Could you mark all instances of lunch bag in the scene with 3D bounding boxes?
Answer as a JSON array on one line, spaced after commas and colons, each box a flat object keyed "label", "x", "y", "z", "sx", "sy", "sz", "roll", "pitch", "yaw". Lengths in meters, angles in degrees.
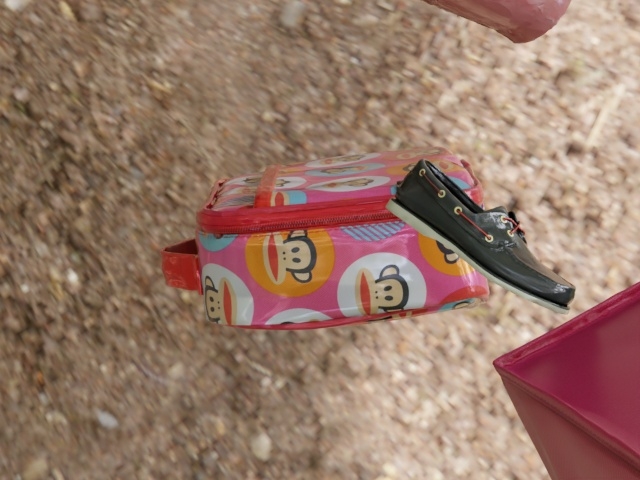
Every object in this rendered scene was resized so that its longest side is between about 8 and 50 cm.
[{"label": "lunch bag", "x": 0.000, "y": 0.000, "z": 1.346, "sx": 0.258, "sy": 0.293, "sz": 0.120, "roll": -7, "pitch": 98, "yaw": 1}]

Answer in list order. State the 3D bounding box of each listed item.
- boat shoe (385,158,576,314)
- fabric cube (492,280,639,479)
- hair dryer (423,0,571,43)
[{"label": "boat shoe", "x": 0.102, "y": -0.002, "z": 1.010, "sx": 0.042, "sy": 0.133, "sz": 0.049, "roll": -57, "pitch": 158, "yaw": 9}, {"label": "fabric cube", "x": 0.285, "y": 0.141, "z": 0.897, "sx": 0.259, "sy": 0.254, "sz": 0.258, "roll": -28, "pitch": 103, "yaw": -6}, {"label": "hair dryer", "x": 0.019, "y": -0.124, "z": 0.566, "sx": 0.080, "sy": 0.223, "sz": 0.293, "roll": -45, "pitch": 159, "yaw": 13}]
